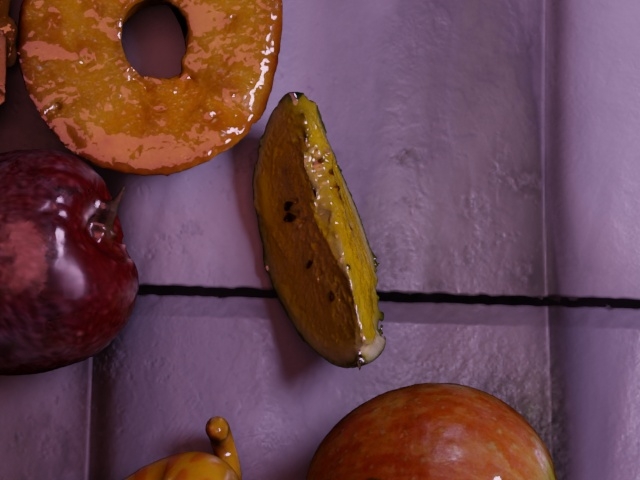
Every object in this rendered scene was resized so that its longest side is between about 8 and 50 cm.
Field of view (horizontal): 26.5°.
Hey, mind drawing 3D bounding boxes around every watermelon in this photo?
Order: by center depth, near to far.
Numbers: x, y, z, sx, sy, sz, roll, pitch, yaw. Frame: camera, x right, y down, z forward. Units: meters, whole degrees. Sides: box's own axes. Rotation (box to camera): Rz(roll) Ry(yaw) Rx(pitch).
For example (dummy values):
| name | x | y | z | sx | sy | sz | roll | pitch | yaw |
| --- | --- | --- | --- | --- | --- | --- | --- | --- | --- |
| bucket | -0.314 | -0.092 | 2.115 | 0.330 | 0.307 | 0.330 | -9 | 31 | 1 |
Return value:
| name | x | y | z | sx | sy | sz | roll | pitch | yaw |
| --- | --- | --- | --- | --- | --- | --- | --- | --- | --- |
| watermelon | 0.000 | 0.000 | 1.453 | 0.123 | 0.129 | 0.301 | -14 | 77 | -7 |

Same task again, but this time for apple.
| name | x | y | z | sx | sy | sz | roll | pitch | yaw |
| --- | --- | --- | --- | --- | --- | --- | --- | --- | --- |
| apple | 0.103 | 0.297 | 1.350 | 0.250 | 0.277 | 0.309 | 10 | 56 | 12 |

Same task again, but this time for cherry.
| name | x | y | z | sx | sy | sz | roll | pitch | yaw |
| --- | --- | --- | --- | --- | --- | --- | --- | --- | --- |
| cherry | -0.317 | 0.029 | 1.404 | 0.300 | 0.203 | 0.230 | -21 | 91 | 19 |

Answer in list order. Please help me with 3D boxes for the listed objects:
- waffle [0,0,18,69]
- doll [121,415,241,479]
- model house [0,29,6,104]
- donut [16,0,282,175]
| name | x | y | z | sx | sy | sz | roll | pitch | yaw |
| --- | --- | --- | --- | --- | --- | --- | --- | --- | --- |
| waffle | -0.464 | -0.263 | 1.509 | 0.280 | 0.060 | 0.262 | -9 | 80 | -5 |
| doll | -0.193 | 0.309 | 1.389 | 0.269 | 0.162 | 0.167 | -17 | 114 | -10 |
| model house | -0.440 | -0.183 | 1.400 | 0.207 | 0.136 | 0.219 | 40 | 79 | -1 |
| donut | -0.182 | -0.208 | 1.488 | 0.303 | 0.110 | 0.303 | 1 | 80 | -4 |
